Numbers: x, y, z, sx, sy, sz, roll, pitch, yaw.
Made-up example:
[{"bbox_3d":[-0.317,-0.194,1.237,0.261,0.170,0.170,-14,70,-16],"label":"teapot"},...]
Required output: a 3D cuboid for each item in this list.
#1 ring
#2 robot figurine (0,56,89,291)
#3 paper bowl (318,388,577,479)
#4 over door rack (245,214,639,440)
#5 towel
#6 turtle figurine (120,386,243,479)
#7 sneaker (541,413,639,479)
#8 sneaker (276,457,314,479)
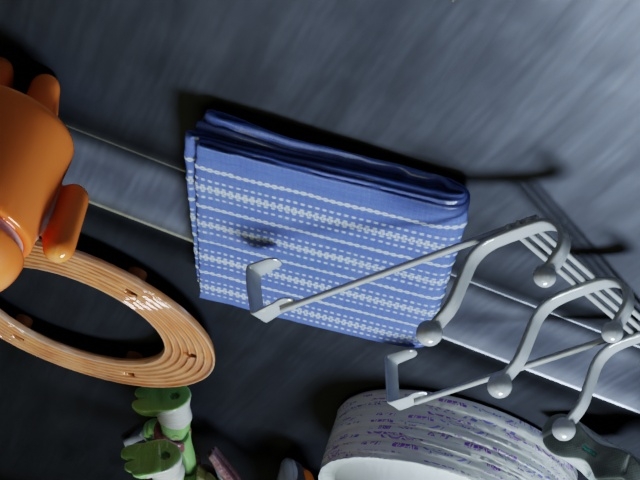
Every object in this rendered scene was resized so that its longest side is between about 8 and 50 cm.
[{"bbox_3d":[-0.272,0.073,1.718,0.337,0.032,0.336,15,154,7],"label":"ring"},{"bbox_3d":[-0.282,-0.043,1.284,0.128,0.219,0.158,-7,143,42],"label":"robot figurine"},{"bbox_3d":[0.135,0.291,1.740,0.284,0.148,0.284,16,154,8],"label":"paper bowl"},{"bbox_3d":[0.124,0.091,1.356,0.324,0.108,0.239,-10,147,37],"label":"over door rack"},{"bbox_3d":[0.000,0.000,1.403,0.243,0.040,0.336,14,155,4],"label":"towel"},{"bbox_3d":[-0.220,0.306,1.928,0.275,0.198,0.266,27,144,27],"label":"turtle figurine"},{"bbox_3d":[0.295,0.230,1.583,0.061,0.053,0.152,30,-172,-46],"label":"sneaker"},{"bbox_3d":[0.022,0.370,2.019,0.180,0.124,0.321,13,164,3],"label":"sneaker"}]
